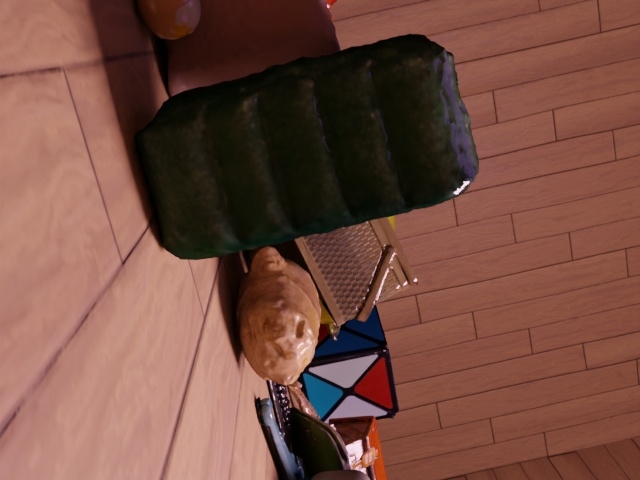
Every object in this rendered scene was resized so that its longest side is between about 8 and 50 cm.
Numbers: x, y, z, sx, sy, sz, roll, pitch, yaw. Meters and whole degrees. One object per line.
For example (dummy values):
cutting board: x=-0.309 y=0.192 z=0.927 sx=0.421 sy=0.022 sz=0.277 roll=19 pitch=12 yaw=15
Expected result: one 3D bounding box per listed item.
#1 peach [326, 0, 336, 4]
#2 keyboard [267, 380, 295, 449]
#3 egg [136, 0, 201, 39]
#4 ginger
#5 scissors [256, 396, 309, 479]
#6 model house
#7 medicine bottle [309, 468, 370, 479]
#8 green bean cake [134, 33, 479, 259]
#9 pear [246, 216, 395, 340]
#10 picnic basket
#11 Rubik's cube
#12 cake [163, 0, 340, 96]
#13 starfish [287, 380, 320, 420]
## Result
peach: x=-0.115 y=-0.488 z=1.150 sx=0.306 sy=0.242 sz=0.380 roll=56 pitch=-4 yaw=36
keyboard: x=-0.078 y=0.241 z=1.301 sx=0.093 sy=0.025 sz=0.230 roll=-84 pitch=162 yaw=-80
egg: x=-0.171 y=-0.266 z=0.835 sx=0.083 sy=0.071 sz=0.071 roll=65 pitch=12 yaw=-73
ginger: x=-0.062 y=0.104 z=1.114 sx=0.354 sy=0.126 sz=0.189 roll=154 pitch=-80 yaw=-87
scissors: x=-0.044 y=0.373 z=1.195 sx=0.180 sy=0.032 sz=0.392 roll=-103 pitch=180 yaw=-50
model house: x=0.068 y=0.435 z=1.355 sx=0.207 sy=0.154 sz=0.293 roll=3 pitch=-73 yaw=61
medicine bottle: x=0.047 y=0.538 z=1.090 sx=0.282 sy=0.123 sz=0.374 roll=27 pitch=55 yaw=-82
green bean cake: x=-0.014 y=-0.105 z=0.783 sx=0.300 sy=0.308 sz=0.169 roll=-92 pitch=168 yaw=-79
pear: x=0.000 y=0.000 z=1.377 sx=0.287 sy=0.288 sz=0.375 roll=34 pitch=48 yaw=-89
picnic basket: x=0.023 y=-0.016 z=1.160 sx=0.266 sy=0.139 sz=0.165 roll=63 pitch=-4 yaw=-11
Rubik's cube: x=0.059 y=0.327 z=2.017 sx=0.246 sy=0.249 sz=0.249 roll=-100 pitch=179 yaw=-59
cake: x=-0.092 y=-0.262 z=1.037 sx=0.309 sy=0.230 sz=0.236 roll=73 pitch=2 yaw=-69
starfish: x=-0.012 y=0.450 z=1.629 sx=0.302 sy=0.060 sz=0.299 roll=78 pitch=-3 yaw=-73
